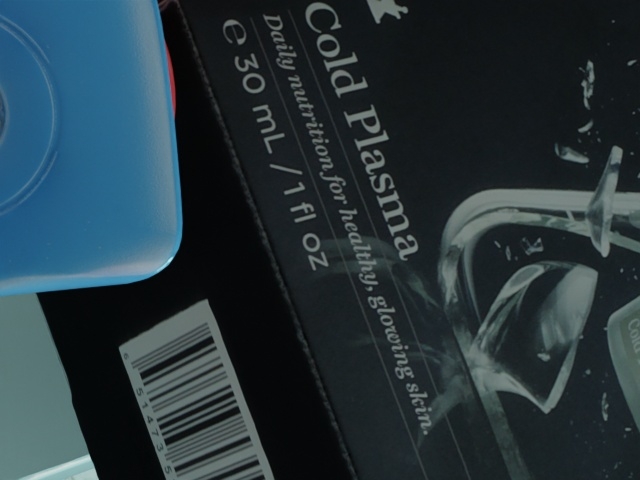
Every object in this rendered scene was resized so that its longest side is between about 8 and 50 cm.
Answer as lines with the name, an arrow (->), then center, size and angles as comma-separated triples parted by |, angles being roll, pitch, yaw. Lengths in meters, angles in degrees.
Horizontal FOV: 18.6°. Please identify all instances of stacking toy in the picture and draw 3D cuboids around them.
stacking toy -> -0.131, -0.076, 0.954 | 0.175, 0.165, 0.302 | -6, -172, 9

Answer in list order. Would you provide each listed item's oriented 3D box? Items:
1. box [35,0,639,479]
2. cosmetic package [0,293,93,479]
box -> 0.106, 0.063, 1.320 | 0.472, 0.479, 0.297 | -17, 173, -37
cosmetic package -> -0.190, 0.065, 1.584 | 0.453, 0.230, 0.161 | -19, 174, -21
